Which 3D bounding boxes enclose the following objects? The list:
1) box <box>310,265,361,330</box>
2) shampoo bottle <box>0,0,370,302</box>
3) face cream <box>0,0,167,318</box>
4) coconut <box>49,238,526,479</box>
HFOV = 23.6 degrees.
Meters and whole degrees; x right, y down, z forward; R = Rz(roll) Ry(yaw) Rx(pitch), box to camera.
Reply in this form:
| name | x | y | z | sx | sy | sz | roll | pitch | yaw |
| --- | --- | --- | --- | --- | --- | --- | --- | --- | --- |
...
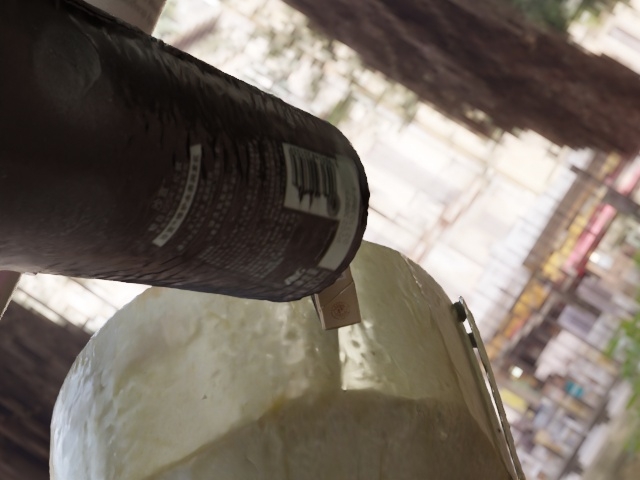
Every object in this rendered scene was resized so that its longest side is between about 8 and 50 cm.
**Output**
| name | x | y | z | sx | sy | sz | roll | pitch | yaw |
| --- | --- | --- | --- | --- | --- | --- | --- | --- | --- |
| box | 0.000 | 0.000 | 0.821 | 0.053 | 0.024 | 0.083 | -112 | 7 | -67 |
| shampoo bottle | -0.064 | -0.025 | 0.359 | 0.063 | 0.057 | 0.207 | -17 | -17 | 31 |
| face cream | -0.140 | -0.108 | 0.795 | 0.102 | 0.102 | 0.346 | 74 | -142 | -77 |
| coconut | -0.018 | 0.154 | 0.949 | 0.323 | 0.323 | 0.323 | -55 | -10 | -14 |
